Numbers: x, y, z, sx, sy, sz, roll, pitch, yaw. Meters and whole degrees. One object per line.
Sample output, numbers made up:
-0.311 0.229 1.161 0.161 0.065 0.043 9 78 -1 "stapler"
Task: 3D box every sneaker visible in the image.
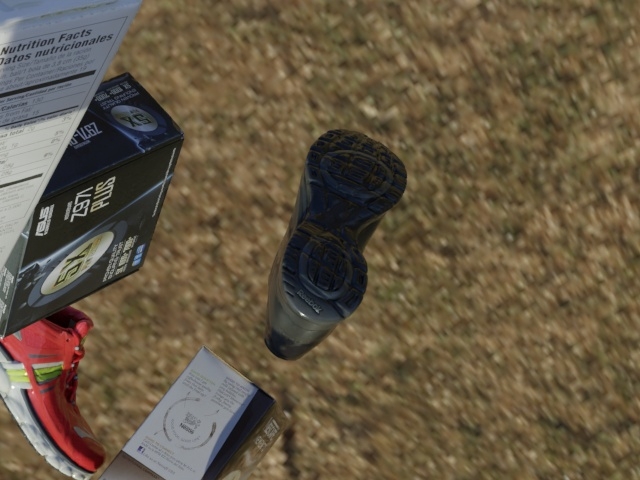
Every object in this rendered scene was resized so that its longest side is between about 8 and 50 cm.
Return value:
0.000 0.000 1.833 0.109 0.130 0.286 29 45 -4 "sneaker"
-0.274 0.125 1.854 0.118 0.279 0.107 -30 28 -7 "sneaker"

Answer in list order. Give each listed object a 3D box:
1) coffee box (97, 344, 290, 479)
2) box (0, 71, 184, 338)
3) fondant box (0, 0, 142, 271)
-0.149 0.245 1.895 0.098 0.141 0.246 36 81 13 "coffee box"
-0.203 -0.027 1.454 0.147 0.180 0.077 -27 65 -36 "box"
-0.243 -0.124 1.064 0.096 0.330 0.238 -17 68 -36 "fondant box"
